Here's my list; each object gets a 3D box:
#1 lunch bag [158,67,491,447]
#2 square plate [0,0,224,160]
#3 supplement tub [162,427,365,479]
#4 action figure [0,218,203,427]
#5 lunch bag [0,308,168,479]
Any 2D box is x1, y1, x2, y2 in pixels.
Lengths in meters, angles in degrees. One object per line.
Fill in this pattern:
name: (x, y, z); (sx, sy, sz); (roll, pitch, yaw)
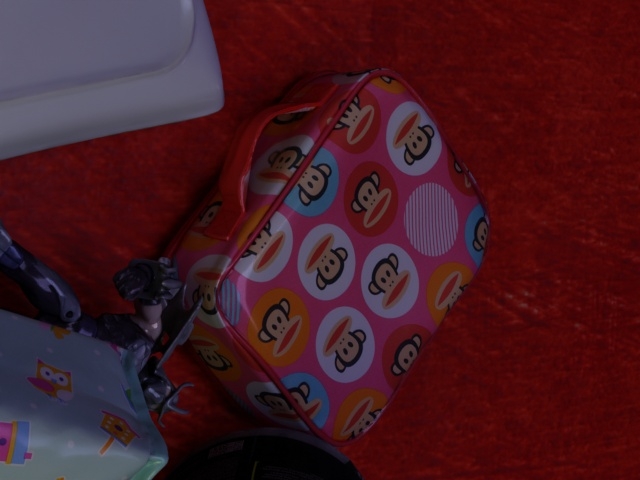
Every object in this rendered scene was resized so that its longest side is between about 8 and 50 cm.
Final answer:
lunch bag: (0.000, 0.000, 1.581); (0.293, 0.120, 0.258); (-53, 125, -25)
square plate: (-0.223, -0.237, 1.364); (0.344, 0.049, 0.347); (-17, 96, -42)
supplement tub: (-0.048, 0.274, 1.394); (0.207, 0.338, 0.207); (0, 98, 2)
action figure: (-0.205, 0.065, 1.404); (0.285, 0.099, 0.185); (37, 87, -30)
lunch bag: (-0.267, 0.175, 1.292); (0.223, 0.160, 0.262); (19, 120, -32)
